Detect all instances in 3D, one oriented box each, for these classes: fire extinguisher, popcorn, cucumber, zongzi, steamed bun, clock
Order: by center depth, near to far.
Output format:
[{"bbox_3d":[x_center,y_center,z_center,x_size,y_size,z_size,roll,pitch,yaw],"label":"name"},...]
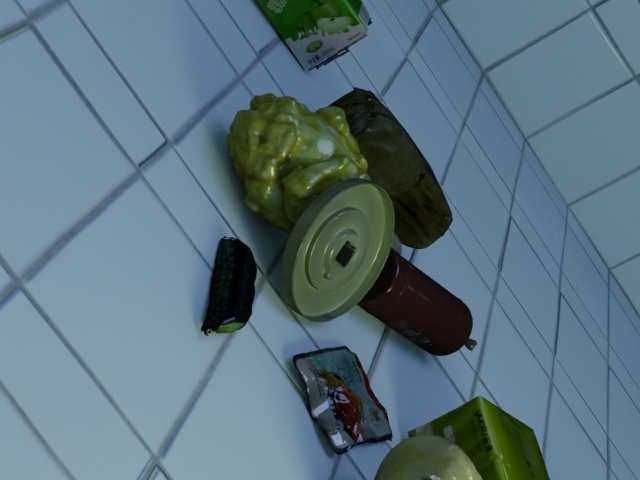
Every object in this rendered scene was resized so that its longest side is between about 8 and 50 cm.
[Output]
[{"bbox_3d":[0.138,0.411,1.634,0.273,0.166,0.232,64,30,-24],"label":"steamed bun"},{"bbox_3d":[-0.118,0.076,1.668,0.070,0.046,0.220,57,21,-28],"label":"cucumber"},{"bbox_3d":[0.032,0.017,1.840,0.029,0.235,0.235,30,3,36],"label":"clock"},{"bbox_3d":[-0.033,-0.120,1.889,0.256,0.195,0.255,39,20,-3],"label":"popcorn"},{"bbox_3d":[0.173,0.120,2.131,0.135,0.114,0.337,33,-2,46],"label":"fire extinguisher"},{"bbox_3d":[0.129,-0.102,2.148,0.323,0.160,0.360,50,5,-13],"label":"zongzi"}]

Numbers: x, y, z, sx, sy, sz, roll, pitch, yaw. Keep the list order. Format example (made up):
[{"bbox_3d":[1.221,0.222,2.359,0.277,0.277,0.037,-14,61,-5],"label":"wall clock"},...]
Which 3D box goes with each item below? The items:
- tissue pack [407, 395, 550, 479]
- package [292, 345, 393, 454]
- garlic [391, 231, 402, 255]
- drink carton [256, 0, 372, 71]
[{"bbox_3d":[0.272,0.420,1.896,0.200,0.167,0.275,34,34,-46],"label":"tissue pack"},{"bbox_3d":[0.040,0.234,1.808,0.232,0.040,0.166,5,57,-64],"label":"package"},{"bbox_3d":[0.092,-0.010,2.151,0.198,0.090,0.129,36,18,-37],"label":"garlic"},{"bbox_3d":[-0.034,-0.482,2.356,0.271,0.161,0.108,54,23,-19],"label":"drink carton"}]
